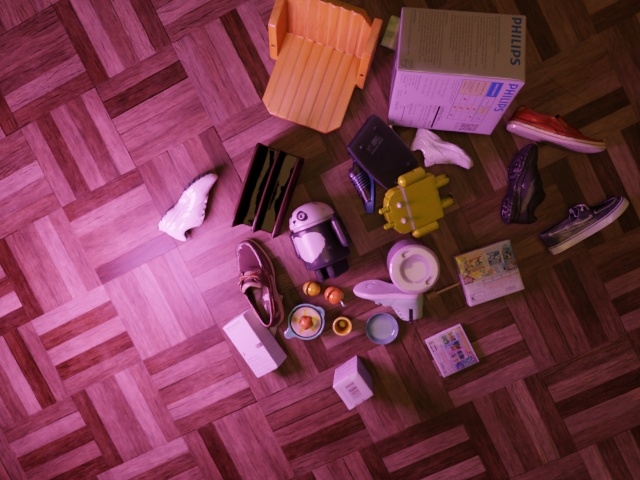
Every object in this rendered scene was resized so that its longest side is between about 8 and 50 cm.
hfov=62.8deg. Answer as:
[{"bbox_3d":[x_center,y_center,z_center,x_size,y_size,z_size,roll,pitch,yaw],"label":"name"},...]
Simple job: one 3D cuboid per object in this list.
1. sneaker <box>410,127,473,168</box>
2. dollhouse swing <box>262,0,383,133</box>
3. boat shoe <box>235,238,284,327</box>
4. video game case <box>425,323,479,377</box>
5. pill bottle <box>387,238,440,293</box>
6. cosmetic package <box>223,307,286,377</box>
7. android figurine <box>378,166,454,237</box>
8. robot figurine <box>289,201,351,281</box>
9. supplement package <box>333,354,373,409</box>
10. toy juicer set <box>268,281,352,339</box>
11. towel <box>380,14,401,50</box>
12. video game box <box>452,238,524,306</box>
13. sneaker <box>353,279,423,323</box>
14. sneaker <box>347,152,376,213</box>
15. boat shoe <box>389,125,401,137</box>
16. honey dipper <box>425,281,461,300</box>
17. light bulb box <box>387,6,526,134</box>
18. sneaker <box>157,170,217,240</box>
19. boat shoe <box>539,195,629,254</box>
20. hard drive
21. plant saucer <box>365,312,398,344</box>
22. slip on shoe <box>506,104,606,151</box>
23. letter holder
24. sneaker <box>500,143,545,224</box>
[{"bbox_3d":[0.419,-0.298,1.836,0.232,0.090,0.115,32,104,10],"label":"sneaker"},{"bbox_3d":[-0.023,-0.582,1.747,0.347,0.315,0.304,21,76,2],"label":"dollhouse swing"},{"bbox_3d":[-0.231,0.153,1.886,0.123,0.123,0.341,-20,83,12],"label":"boat shoe"},{"bbox_3d":[0.482,0.403,1.922,0.143,0.019,0.157,-27,92,6],"label":"video game case"},{"bbox_3d":[0.306,0.078,1.772,0.161,0.283,0.160,0,96,4],"label":"pill bottle"},{"bbox_3d":[-0.241,0.375,1.930,0.117,0.085,0.231,-35,93,29],"label":"cosmetic package"},{"bbox_3d":[0.331,-0.126,1.822,0.273,0.056,0.248,-23,116,-9],"label":"android figurine"},{"bbox_3d":[-0.003,0.001,1.845,0.209,0.173,0.278,-21,94,4],"label":"robot figurine"},{"bbox_3d":[0.118,0.506,1.880,0.105,0.179,0.105,-35,92,7],"label":"supplement package"},{"bbox_3d":[-0.058,0.260,1.917,0.329,0.089,0.209,-8,95,6],"label":"toy juicer set"},{"bbox_3d":[0.299,-0.710,1.830,0.152,0.023,0.113,21,96,3],"label":"towel"},{"bbox_3d":[0.595,0.114,1.862,0.205,0.048,0.187,-18,96,-1],"label":"video game box"},{"bbox_3d":[0.245,0.228,1.889,0.256,0.094,0.151,4,127,25],"label":"sneaker"},{"bbox_3d":[0.147,-0.209,1.867,0.091,0.081,0.232,-4,91,12],"label":"sneaker"},{"bbox_3d":[0.251,-0.376,1.859,0.056,0.048,0.152,4,103,-21],"label":"boat shoe"},{"bbox_3d":[0.459,0.176,1.899,0.161,0.030,0.030,-23,93,3],"label":"honey dipper"},{"bbox_3d":[0.409,-0.520,1.651,0.362,0.358,0.225,6,77,3],"label":"light bulb box"},{"bbox_3d":[-0.465,-0.128,1.921,0.129,0.111,0.297,37,101,-15],"label":"sneaker"},{"bbox_3d":[0.901,-0.075,1.805,0.301,0.108,0.102,-35,93,14],"label":"boat shoe"},{"bbox_3d":[0.211,-0.291,1.796,0.255,0.054,0.172,40,78,-28],"label":"hard drive"},{"bbox_3d":[0.226,0.322,1.934,0.120,0.021,0.119,0,95,5],"label":"plant saucer"},{"bbox_3d":[0.807,-0.374,1.778,0.332,0.123,0.101,21,93,7],"label":"slip on shoe"},{"bbox_3d":[-0.184,-0.170,1.824,0.152,0.214,0.301,19,96,3],"label":"letter holder"},{"bbox_3d":[0.716,-0.190,1.815,0.130,0.109,0.286,8,105,-2],"label":"sneaker"}]
